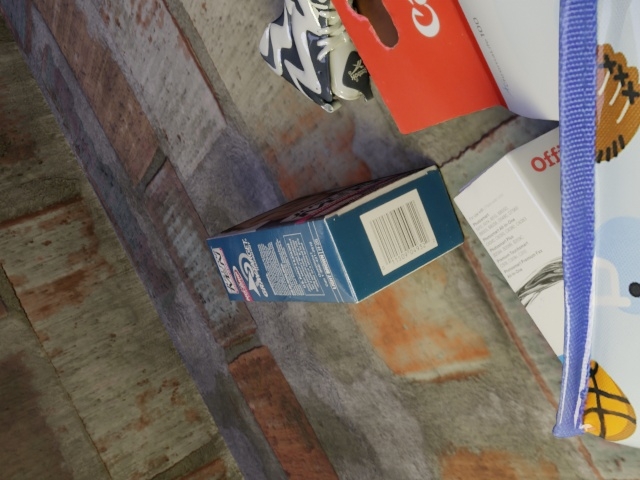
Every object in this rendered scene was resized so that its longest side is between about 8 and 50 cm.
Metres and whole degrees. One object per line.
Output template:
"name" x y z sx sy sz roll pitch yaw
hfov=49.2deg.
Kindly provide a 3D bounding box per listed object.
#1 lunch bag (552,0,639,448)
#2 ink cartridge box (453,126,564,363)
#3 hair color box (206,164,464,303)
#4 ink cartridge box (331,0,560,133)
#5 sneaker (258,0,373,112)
"lunch bag" 0.273 -0.085 0.279 0.328 0.239 0.385 7 113 28
"ink cartridge box" 0.231 0.003 0.572 0.203 0.148 0.086 58 152 8
"hair color box" 0.000 0.000 0.915 0.347 0.174 0.105 -8 105 59
"ink cartridge box" 0.108 -0.233 0.548 0.385 0.091 0.308 -8 118 52
"sneaker" 0.022 -0.235 0.783 0.153 0.094 0.235 50 142 9
